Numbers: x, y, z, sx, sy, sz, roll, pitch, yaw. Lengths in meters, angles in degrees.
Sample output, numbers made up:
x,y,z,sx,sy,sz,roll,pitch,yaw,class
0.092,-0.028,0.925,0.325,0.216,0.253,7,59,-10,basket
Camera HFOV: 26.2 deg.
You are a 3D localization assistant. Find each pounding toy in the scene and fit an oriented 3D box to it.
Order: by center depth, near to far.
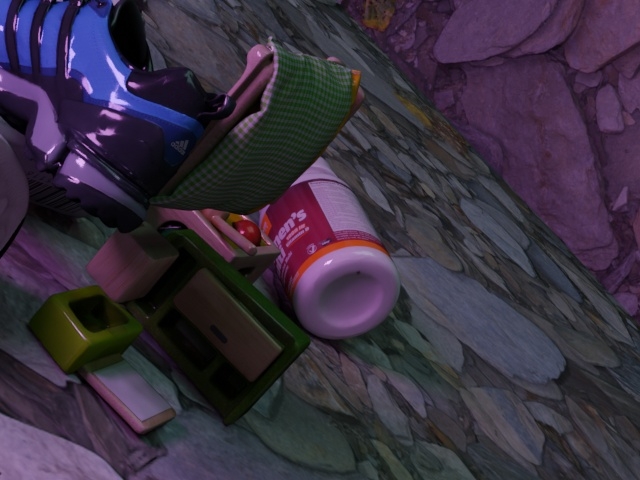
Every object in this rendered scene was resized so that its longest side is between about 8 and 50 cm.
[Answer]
x,y,z,sx,sy,sz,roll,pitch,yaw,class
-0.107,-0.003,1.340,0.130,0.100,0.141,47,17,14,pounding toy

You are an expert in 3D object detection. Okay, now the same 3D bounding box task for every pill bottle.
x,y,z,sx,sy,sz,roll,pitch,yaw,class
0.000,0.000,1.543,0.121,0.121,0.221,31,20,-36,pill bottle

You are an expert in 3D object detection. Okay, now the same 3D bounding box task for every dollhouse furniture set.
x,y,z,sx,sy,sz,roll,pitch,yaw,class
-0.054,0.004,1.091,0.151,0.301,0.197,45,17,10,dollhouse furniture set

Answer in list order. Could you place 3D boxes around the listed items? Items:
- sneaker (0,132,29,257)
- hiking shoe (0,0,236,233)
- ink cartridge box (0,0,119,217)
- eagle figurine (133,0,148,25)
x,y,z,sx,sy,sz,roll,pitch,yaw,class
-0.360,-0.097,0.948,0.236,0.130,0.323,34,-4,23,sneaker
-0.192,-0.136,1.023,0.304,0.132,0.113,44,-2,26,hiking shoe
-0.310,-0.238,1.215,0.308,0.091,0.385,21,53,-50,ink cartridge box
-0.333,-0.289,1.392,0.298,0.226,0.225,49,-3,36,eagle figurine
